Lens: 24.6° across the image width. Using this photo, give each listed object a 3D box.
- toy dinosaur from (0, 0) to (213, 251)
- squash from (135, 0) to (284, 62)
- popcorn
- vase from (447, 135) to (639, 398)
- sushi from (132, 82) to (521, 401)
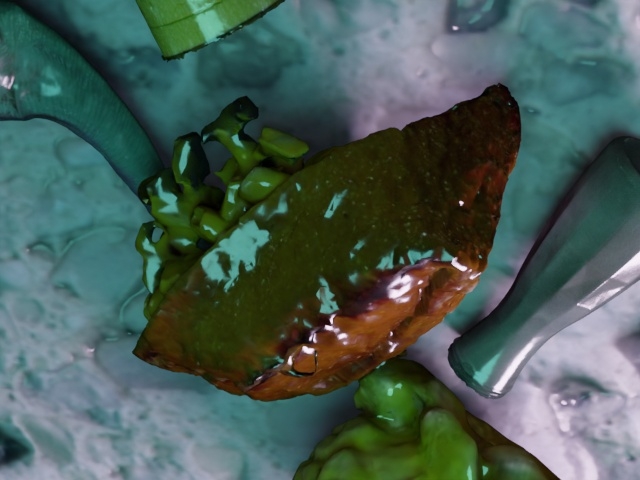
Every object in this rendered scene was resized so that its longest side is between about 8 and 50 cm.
[{"bbox_3d":[-0.275,-0.081,1.032,0.383,0.129,0.331,-11,125,10],"label":"toy dinosaur"},{"bbox_3d":[-0.106,-0.230,0.940,0.094,0.094,0.224,-20,111,13],"label":"squash"},{"bbox_3d":[0.088,0.214,1.099,0.236,0.206,0.252,3,101,20],"label":"popcorn"},{"bbox_3d":[0.178,0.027,1.062,0.086,0.086,0.214,32,119,-13],"label":"vase"},{"bbox_3d":[-0.003,0.001,1.009,0.296,0.179,0.166,-38,153,31],"label":"sushi"}]
